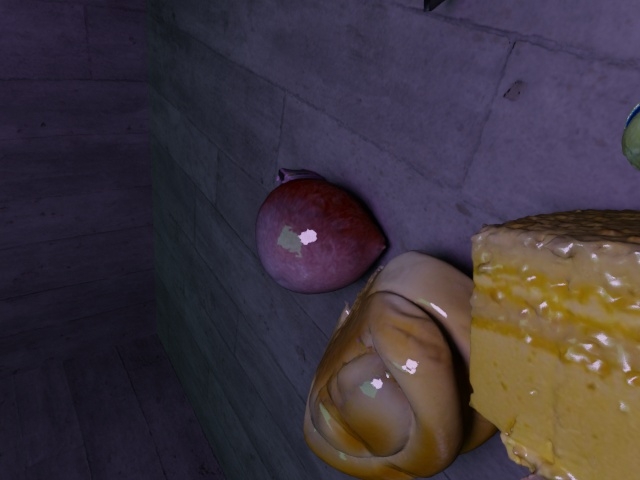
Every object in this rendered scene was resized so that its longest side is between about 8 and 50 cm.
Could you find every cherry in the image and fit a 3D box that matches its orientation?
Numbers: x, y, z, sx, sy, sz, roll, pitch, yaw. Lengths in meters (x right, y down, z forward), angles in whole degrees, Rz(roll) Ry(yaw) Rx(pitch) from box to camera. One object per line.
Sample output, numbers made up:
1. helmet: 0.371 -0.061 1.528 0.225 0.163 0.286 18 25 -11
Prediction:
1. cherry: -0.011 -0.001 0.850 0.239 0.206 0.239 13 105 56

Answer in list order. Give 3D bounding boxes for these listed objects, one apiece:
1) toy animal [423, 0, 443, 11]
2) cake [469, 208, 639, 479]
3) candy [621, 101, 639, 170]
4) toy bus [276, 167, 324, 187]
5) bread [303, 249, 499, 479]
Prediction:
1. toy animal: 0.144 -0.420 0.549 0.166 0.138 0.179 -37 74 36
2. cake: 0.296 0.121 0.423 0.222 0.227 0.286 14 110 58
3. candy: 0.393 -0.073 0.304 0.335 0.093 0.092 28 121 59
4. toy bus: -0.064 -0.034 1.025 0.112 0.090 0.274 48 136 49
5. bread: 0.107 0.206 0.709 0.329 0.245 0.424 61 147 24
